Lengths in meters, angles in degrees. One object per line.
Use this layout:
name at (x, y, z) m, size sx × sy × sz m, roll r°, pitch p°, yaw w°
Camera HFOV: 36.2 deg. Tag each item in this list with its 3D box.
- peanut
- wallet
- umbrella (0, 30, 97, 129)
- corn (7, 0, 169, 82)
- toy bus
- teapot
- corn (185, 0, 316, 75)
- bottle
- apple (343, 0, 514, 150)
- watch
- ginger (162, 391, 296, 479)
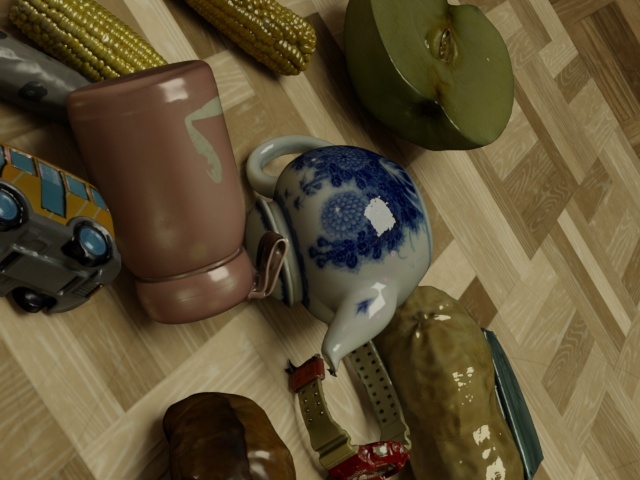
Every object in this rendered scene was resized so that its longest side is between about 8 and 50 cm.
peanut at (0.194, 0.247, 1.452) m, size 0.170 × 0.192 × 0.387 m, roll -15°, pitch 77°, yaw -16°
wallet at (0.305, 0.268, 1.634) m, size 0.290 × 0.054 × 0.251 m, roll 25°, pitch 46°, yaw -73°
umbrella at (-0.337, -0.188, 1.156) m, size 0.337 × 0.073 × 0.067 m, roll 26°, pitch 75°, yaw -41°
corn at (-0.283, -0.245, 1.249) m, size 0.244 × 0.093 × 0.093 m, roll 40°, pitch 40°, yaw -30°
toy bus at (-0.319, -0.022, 1.023) m, size 0.209 × 0.126 × 0.136 m, roll 27°, pitch 39°, yaw -41°
teapot at (0.000, 0.000, 1.351) m, size 0.252 × 0.280 × 0.424 m, roll 87°, pitch -15°, yaw -49°
corn at (-0.128, -0.361, 1.536) m, size 0.313 × 0.102 × 0.102 m, roll 29°, pitch 46°, yaw -37°
bottle at (-0.159, -0.055, 1.151) m, size 0.206 × 0.173 × 0.296 m, roll -18°, pitch 105°, yaw -16°
apple at (0.200, -0.338, 1.793) m, size 0.311 × 0.320 × 0.360 m, roll 84°, pitch 16°, yaw -51°
watch at (0.033, 0.208, 1.371) m, size 0.165 × 0.102 × 0.268 m, roll 1°, pitch 59°, yaw -51°
ginger at (-0.106, 0.302, 1.044) m, size 0.165 × 0.172 × 0.321 m, roll 84°, pitch 11°, yaw -47°
